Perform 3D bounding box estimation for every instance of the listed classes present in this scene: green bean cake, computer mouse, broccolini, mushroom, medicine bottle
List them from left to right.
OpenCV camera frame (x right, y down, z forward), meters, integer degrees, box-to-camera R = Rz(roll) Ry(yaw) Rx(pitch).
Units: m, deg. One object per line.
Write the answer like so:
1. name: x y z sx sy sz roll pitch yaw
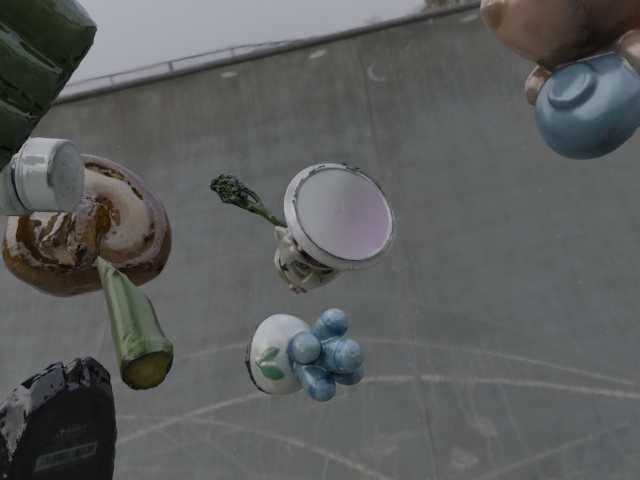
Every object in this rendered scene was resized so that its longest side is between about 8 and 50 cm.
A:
1. green bean cake: -0.289 -0.113 0.437 0.227 0.222 0.125 20 -13 44
2. medicine bottle: -0.539 -0.112 1.050 0.258 0.143 0.143 1 12 3
3. computer mouse: -0.182 0.152 0.410 0.057 0.172 0.099 16 4 34
4. mushroom: -0.458 -0.032 1.294 0.345 0.345 0.259 -22 -13 -41
5. broccolini: -0.084 -0.047 1.150 0.071 0.254 0.057 -60 2 -23

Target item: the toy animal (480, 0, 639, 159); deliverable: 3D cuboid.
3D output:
1. toy animal: 0.272 -0.210 0.609 0.229 0.221 0.210 -29 7 -27

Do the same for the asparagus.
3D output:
1. asparagus: -0.164 0.058 0.549 0.041 0.045 0.178 -5 31 -24

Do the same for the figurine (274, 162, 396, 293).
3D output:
1. figurine: 0.000 0.000 0.725 0.132 0.132 0.153 -19 -17 -30

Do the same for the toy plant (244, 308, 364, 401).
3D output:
1. toy plant: -0.014 0.305 1.689 0.332 0.247 0.247 -7 11 45
